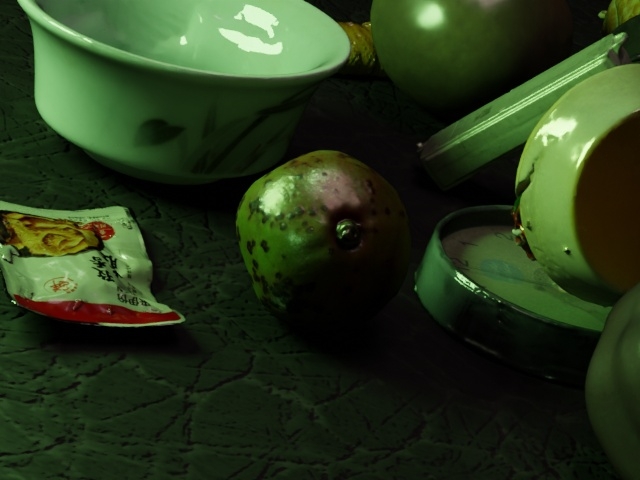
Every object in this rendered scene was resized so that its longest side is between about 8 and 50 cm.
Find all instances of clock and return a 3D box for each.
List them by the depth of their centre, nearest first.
[{"bbox_3d":[0.229,0.048,1.640,0.281,0.055,0.280,12,24,-6],"label":"clock"}]

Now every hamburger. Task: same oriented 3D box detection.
[{"bbox_3d":[0.315,-0.046,1.545,0.295,0.227,0.151,6,13,-19],"label":"hamburger"}]

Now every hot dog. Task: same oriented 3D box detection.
[{"bbox_3d":[0.113,-0.244,2.187,0.289,0.068,0.083,0,35,-31],"label":"hot dog"}]

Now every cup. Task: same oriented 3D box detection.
[{"bbox_3d":[-0.152,-0.164,1.756,0.347,0.163,0.347,11,24,-5],"label":"cup"}]

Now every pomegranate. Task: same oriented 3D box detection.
[{"bbox_3d":[0.000,0.000,1.519,0.159,0.159,0.205,12,-3,-4],"label":"pomegranate"}]

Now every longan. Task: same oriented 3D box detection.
[{"bbox_3d":[0.179,-0.254,2.060,0.246,0.215,0.246,35,27,-21],"label":"longan"}]

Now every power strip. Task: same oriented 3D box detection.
[{"bbox_3d":[0.223,-0.137,1.840,0.052,0.272,0.078,55,26,-14],"label":"power strip"}]

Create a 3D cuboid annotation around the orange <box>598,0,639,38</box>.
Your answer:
[{"bbox_3d":[0.505,-0.276,2.157,0.329,0.329,0.249,-15,54,-47],"label":"orange"}]

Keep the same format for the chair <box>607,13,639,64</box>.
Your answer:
[{"bbox_3d":[0.416,-0.101,1.813,0.227,0.226,0.401,12,19,-6],"label":"chair"}]

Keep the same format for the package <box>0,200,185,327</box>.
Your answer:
[{"bbox_3d":[-0.216,0.017,1.496,0.154,0.030,0.239,5,25,-23],"label":"package"}]

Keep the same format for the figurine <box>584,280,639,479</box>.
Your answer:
[{"bbox_3d":[0.390,0.137,1.374,0.365,0.218,0.206,12,-3,-13],"label":"figurine"}]
